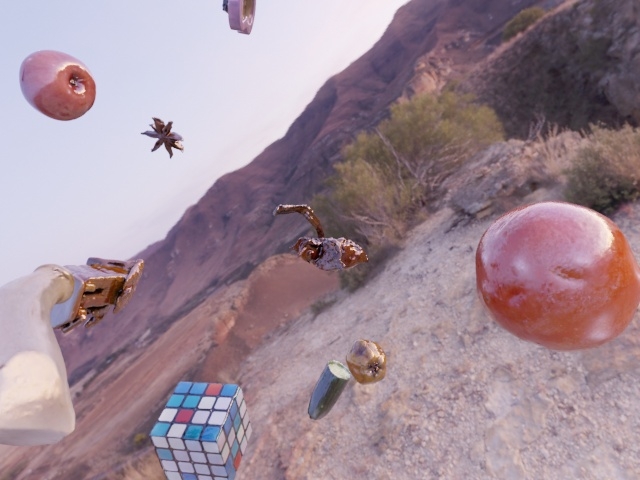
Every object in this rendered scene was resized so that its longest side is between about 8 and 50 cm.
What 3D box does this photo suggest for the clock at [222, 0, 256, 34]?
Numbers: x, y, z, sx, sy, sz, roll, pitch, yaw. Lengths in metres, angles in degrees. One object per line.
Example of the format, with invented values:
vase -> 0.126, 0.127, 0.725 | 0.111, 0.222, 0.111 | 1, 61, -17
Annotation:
clock -> -0.214, -0.640, 1.149 | 0.198, 0.064, 0.172 | -85, 5, -69

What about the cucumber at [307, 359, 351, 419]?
cucumber -> 0.012, 0.265, 0.761 | 0.105, 0.048, 0.048 | -64, 8, 6

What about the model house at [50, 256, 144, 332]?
model house -> -0.604, 0.146, 1.185 | 0.229, 0.220, 0.199 | -3, -64, -51

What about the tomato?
tomato -> 0.330, 0.052, 0.644 | 0.189, 0.232, 0.232 | -30, 8, -9

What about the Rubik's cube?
Rubik's cube -> -0.255, 0.422, 0.963 | 0.154, 0.155, 0.151 | -2, 27, 11

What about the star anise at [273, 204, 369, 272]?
star anise -> -0.009, 0.007, 1.386 | 0.148, 0.346, 0.237 | -52, 14, -1

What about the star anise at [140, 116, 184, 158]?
star anise -> -0.469, -0.312, 1.324 | 0.141, 0.141, 0.042 | -29, 27, 37

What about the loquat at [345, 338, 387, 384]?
loquat -> 0.134, 0.348, 1.255 | 0.113, 0.137, 0.137 | 4, -5, -21

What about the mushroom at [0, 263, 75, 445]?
mushroom -> -0.358, 0.117, 0.528 | 0.103, 0.118, 0.270 | -41, 46, 12

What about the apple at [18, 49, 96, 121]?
apple -> -0.574, -0.341, 0.968 | 0.120, 0.153, 0.153 | -7, 22, 25
